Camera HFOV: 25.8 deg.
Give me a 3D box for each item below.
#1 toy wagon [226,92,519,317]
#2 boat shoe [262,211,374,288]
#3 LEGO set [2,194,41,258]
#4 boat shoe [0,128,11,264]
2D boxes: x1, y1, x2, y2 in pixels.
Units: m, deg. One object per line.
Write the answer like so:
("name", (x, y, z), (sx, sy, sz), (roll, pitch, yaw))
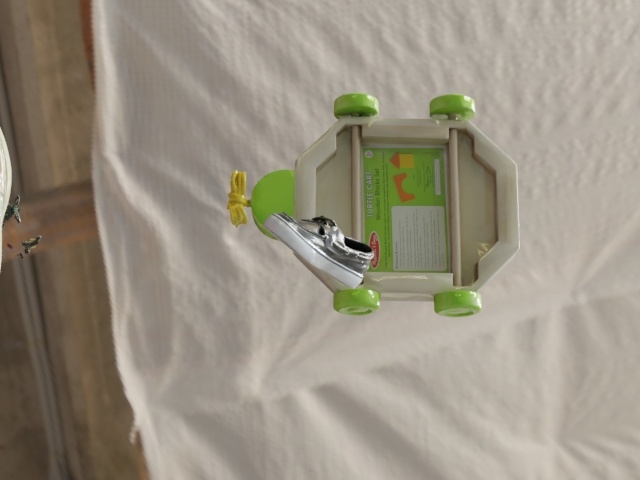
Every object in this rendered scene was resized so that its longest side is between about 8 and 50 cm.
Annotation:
("toy wagon", (0.062, -0.043, 1.660), (0.344, 0.267, 0.068), (1, -18, -1))
("boat shoe", (0.000, 0.000, 1.175), (0.040, 0.049, 0.142), (-55, -34, 1))
("LEGO set", (-0.323, -0.018, 1.417), (0.054, 0.023, 0.083), (-31, -66, -16))
("boat shoe", (-0.237, -0.025, 0.939), (0.050, 0.045, 0.135), (-2, -88, 3))
